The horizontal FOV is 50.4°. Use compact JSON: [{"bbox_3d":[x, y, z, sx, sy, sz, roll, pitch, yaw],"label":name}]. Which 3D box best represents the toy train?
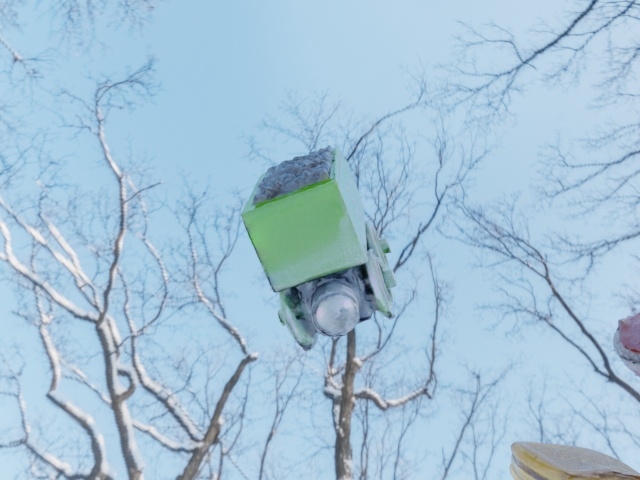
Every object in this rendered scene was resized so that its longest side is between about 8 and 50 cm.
[{"bbox_3d":[0.000,0.000,0.998,0.174,0.307,0.248,-20,-73,9],"label":"toy train"}]

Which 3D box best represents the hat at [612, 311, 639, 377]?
[{"bbox_3d":[0.452,0.177,0.825,0.129,0.140,0.227,-26,-77,16],"label":"hat"}]

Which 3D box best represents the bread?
[{"bbox_3d":[0.370,0.344,0.989,0.201,0.116,0.077,14,-82,-28],"label":"bread"}]
